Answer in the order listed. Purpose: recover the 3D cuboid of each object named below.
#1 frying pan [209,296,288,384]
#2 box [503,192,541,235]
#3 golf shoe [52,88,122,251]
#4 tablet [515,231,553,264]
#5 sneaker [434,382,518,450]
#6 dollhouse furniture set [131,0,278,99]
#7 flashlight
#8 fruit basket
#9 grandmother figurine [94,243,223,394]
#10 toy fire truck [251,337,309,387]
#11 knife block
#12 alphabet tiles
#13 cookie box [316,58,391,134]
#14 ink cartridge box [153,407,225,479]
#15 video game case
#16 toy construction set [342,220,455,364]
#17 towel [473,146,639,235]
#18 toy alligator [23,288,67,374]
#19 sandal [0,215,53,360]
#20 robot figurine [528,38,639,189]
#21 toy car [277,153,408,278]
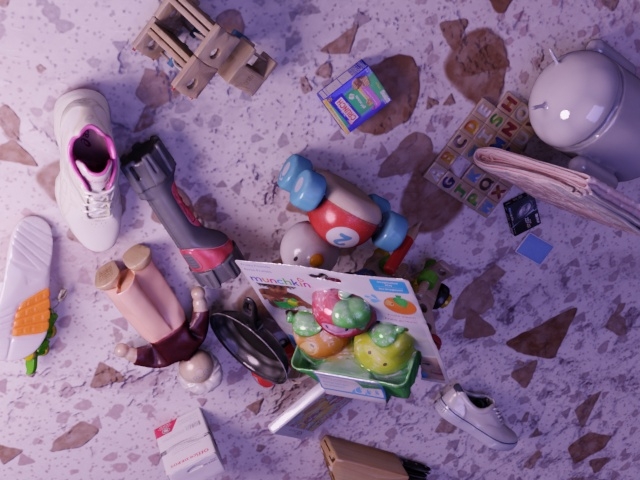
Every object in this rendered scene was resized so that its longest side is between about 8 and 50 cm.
[{"bbox_3d":[-0.149,0.164,1.867,0.053,0.197,0.326,-47,143,-26],"label":"frying pan"},{"bbox_3d":[0.432,-0.058,2.073,0.067,0.018,0.083,-26,124,-6],"label":"box"},{"bbox_3d":[-0.395,-0.098,1.657,0.115,0.140,0.306,-12,123,-16],"label":"golf shoe"},{"bbox_3d":[0.473,0.018,2.139,0.083,0.006,0.054,26,106,-30],"label":"tablet"},{"bbox_3d":[0.388,0.417,2.279,0.258,0.094,0.091,30,108,-31],"label":"sneaker"},{"bbox_3d":[-0.195,-0.313,1.644,0.129,0.129,0.184,-50,153,11],"label":"dollhouse furniture set"},{"bbox_3d":[-0.248,-0.051,1.771,0.103,0.103,0.304,-28,120,1],"label":"flashlight"},{"bbox_3d":[0.044,0.158,1.738,0.353,0.327,0.165,57,45,-54],"label":"fruit basket"},{"bbox_3d":[-0.301,0.174,1.873,0.208,0.104,0.342,-29,122,7],"label":"grandmother figurine"},{"bbox_3d":[-0.046,0.252,1.991,0.192,0.135,0.047,-33,124,-2],"label":"toy fire truck"},{"bbox_3d":[0.145,0.537,2.257,0.242,0.088,0.275,-22,123,-10],"label":"knife block"},{"bbox_3d":[0.348,-0.180,1.977,0.198,0.009,0.237,29,105,-31],"label":"alphabet tiles"},{"bbox_3d":[0.063,-0.266,1.798,0.107,0.040,0.092,-37,125,3],"label":"cookie box"},{"bbox_3d":[-0.270,0.431,1.996,0.109,0.150,0.063,-25,124,-6],"label":"ink cartridge box"},{"bbox_3d":[0.012,0.342,2.068,0.227,0.026,0.206,-40,158,4],"label":"video game case"},{"bbox_3d":[0.166,0.073,1.933,0.257,0.237,0.309,27,142,9],"label":"toy construction set"},{"bbox_3d":[0.507,-0.084,1.903,0.332,0.317,0.053,23,93,-34],"label":"towel"},{"bbox_3d":[-0.526,0.162,1.809,0.051,0.056,0.189,28,104,13],"label":"toy alligator"},{"bbox_3d":[-0.539,0.084,1.750,0.102,0.076,0.265,10,93,-35],"label":"sandal"},{"bbox_3d":[0.552,-0.245,1.904,0.353,0.200,0.300,23,67,-31],"label":"robot figurine"},{"bbox_3d":[0.000,0.000,1.811,0.219,0.210,0.238,25,101,-21],"label":"toy car"}]
